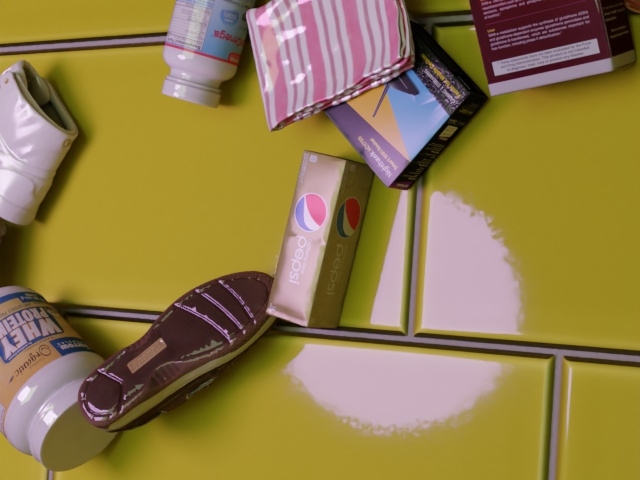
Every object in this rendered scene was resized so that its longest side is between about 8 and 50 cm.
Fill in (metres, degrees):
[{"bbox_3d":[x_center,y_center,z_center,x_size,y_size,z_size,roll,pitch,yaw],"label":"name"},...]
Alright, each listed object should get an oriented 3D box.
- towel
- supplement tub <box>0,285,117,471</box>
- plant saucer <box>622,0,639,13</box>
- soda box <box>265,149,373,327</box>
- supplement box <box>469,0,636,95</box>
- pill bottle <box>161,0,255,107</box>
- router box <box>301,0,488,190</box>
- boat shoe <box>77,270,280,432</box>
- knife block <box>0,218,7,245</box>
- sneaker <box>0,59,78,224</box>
[{"bbox_3d":[0.005,-0.213,1.406,0.197,0.029,0.144,-22,71,33],"label":"towel"},{"bbox_3d":[-0.335,0.163,1.590,0.200,0.144,0.144,40,108,30],"label":"supplement tub"},{"bbox_3d":[0.313,-0.253,1.264,0.083,0.013,0.083,-3,84,33],"label":"plant saucer"},{"bbox_3d":[0.000,0.000,1.426,0.058,0.061,0.181,15,95,33],"label":"soda box"},{"bbox_3d":[0.203,-0.267,1.265,0.130,0.073,0.239,-8,100,33],"label":"supplement box"},{"bbox_3d":[-0.127,-0.235,1.518,0.087,0.087,0.160,19,97,34],"label":"pill bottle"},{"bbox_3d":[0.071,-0.160,1.400,0.133,0.046,0.179,-50,61,22],"label":"router box"},{"bbox_3d":[-0.146,0.126,1.500,0.257,0.095,0.095,-31,61,4],"label":"boat shoe"},{"bbox_3d":[-0.532,0.008,1.687,0.242,0.088,0.275,11,80,7],"label":"knife block"},{"bbox_3d":[-0.424,-0.173,1.712,0.292,0.108,0.169,41,107,20],"label":"sneaker"}]
